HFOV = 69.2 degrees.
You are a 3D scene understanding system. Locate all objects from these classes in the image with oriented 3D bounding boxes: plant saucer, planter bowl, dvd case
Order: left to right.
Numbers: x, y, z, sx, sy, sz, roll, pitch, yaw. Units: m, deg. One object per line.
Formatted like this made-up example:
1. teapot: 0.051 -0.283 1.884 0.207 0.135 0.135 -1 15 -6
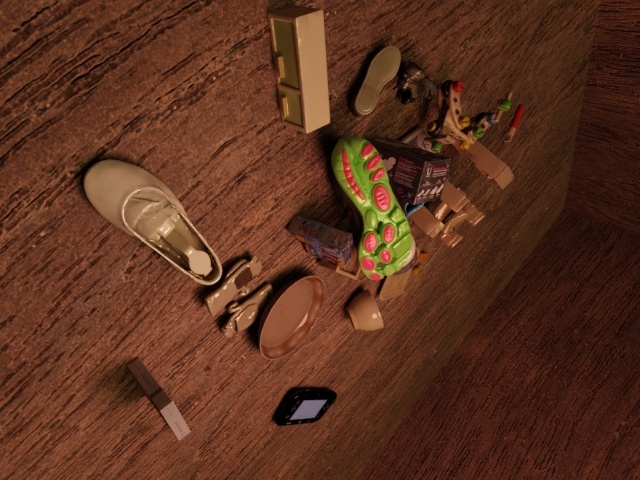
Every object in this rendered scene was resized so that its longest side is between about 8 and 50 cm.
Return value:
1. plant saucer: -0.101 0.245 1.525 0.310 0.050 0.311 -38 144 -35
2. planter bowl: 0.165 0.286 1.815 0.109 0.162 0.162 -21 134 -6
3. dvd case: 0.362 -0.278 1.644 0.164 0.018 0.221 -39 100 -32

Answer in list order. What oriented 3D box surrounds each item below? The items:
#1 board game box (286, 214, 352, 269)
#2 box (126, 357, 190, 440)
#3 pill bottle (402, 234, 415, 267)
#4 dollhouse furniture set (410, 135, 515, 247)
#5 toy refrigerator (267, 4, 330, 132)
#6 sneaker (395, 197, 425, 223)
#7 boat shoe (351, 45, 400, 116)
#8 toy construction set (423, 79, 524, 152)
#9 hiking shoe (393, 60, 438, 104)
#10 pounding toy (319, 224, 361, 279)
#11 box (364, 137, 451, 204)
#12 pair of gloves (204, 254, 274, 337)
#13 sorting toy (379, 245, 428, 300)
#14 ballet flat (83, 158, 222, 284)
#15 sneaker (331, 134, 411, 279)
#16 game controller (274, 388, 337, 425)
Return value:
1. board game box: 0.000 0.000 1.415 0.060 0.194 0.194 -61 166 -17
2. box: -0.410 0.399 1.173 0.038 0.186 0.145 -34 136 -27
3. pill bottle: 0.265 0.034 1.674 0.161 0.161 0.283 -58 163 -3
4. dollhouse furniture set: 0.536 -0.211 1.887 0.394 0.256 0.362 -48 151 16
5. toy refrigerator: -0.051 -0.409 1.123 0.094 0.102 0.270 -34 137 -31
6. sneaker: 0.349 -0.186 1.708 0.341 0.139 0.125 -52 141 -13
7. boat shoe: 0.156 -0.466 1.359 0.081 0.068 0.228 32 83 -14
8. toy construction set: 0.505 -0.384 1.594 0.257 0.308 0.238 36 74 -52
9. hiking shoe: 0.304 -0.495 1.514 0.114 0.086 0.226 -45 154 19
10. pounding toy: 0.076 0.006 1.566 0.181 0.094 0.206 25 85 -48
11. box: 0.260 -0.230 1.483 0.163 0.247 0.142 -15 126 -44
12. pair of gloves: -0.233 0.163 1.344 0.204 0.042 0.240 -48 147 -24
13. sorting toy: 0.365 0.130 2.030 0.307 0.041 0.229 -8 120 -52
14. ballet flat: -0.336 -0.024 1.024 0.139 0.139 0.400 -49 142 -14
15. sneaker: 0.153 -0.099 1.426 0.185 0.202 0.483 -16 114 -1
16. game controller: -0.054 0.674 1.875 0.319 0.067 0.167 26 93 -53
